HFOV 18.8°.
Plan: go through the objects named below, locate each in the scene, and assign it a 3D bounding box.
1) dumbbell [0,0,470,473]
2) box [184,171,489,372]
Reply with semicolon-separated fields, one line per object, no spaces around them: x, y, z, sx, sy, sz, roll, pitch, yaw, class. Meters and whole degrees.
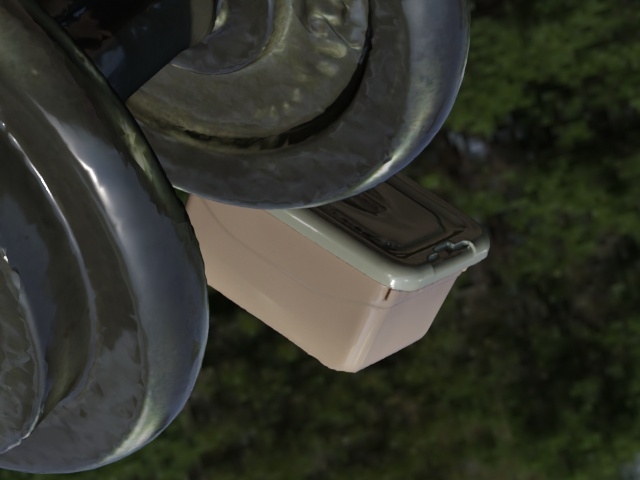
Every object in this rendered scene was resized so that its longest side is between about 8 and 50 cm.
-0.076;-0.051;0.574;0.192;0.192;0.290;-6;-148;41;dumbbell
0.000;0.000;0.834;0.122;0.062;0.089;34;-152;20;box
